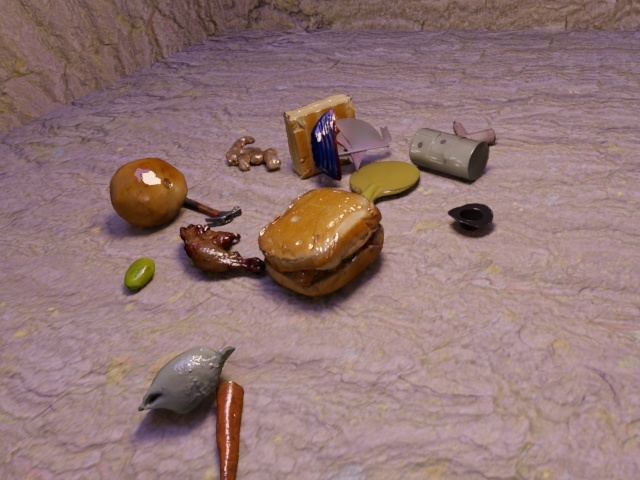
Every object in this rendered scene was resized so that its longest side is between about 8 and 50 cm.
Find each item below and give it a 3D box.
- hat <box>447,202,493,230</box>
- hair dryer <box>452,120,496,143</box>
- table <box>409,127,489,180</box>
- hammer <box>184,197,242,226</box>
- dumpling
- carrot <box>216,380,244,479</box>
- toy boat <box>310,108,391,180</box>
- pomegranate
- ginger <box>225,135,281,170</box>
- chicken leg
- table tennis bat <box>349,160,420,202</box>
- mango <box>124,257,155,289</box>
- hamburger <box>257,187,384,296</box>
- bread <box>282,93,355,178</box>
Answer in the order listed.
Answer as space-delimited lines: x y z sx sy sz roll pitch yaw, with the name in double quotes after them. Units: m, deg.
0.406 -0.058 1.475 0.121 0.050 0.121 -2 36 2 "hat"
0.477 -0.379 1.919 0.195 0.053 0.220 -15 34 -6 "hair dryer"
0.406 -0.276 1.725 0.220 0.126 0.126 25 47 38 "table"
-0.389 -0.108 1.761 0.288 0.033 0.111 21 44 37 "hammer"
-0.260 0.289 1.097 0.219 0.152 0.108 -30 62 -7 "dumpling"
-0.169 0.369 1.008 0.057 0.057 0.224 -10 38 -1 "carrot"
0.097 -0.340 1.769 0.318 0.219 0.072 -38 19 -23 "toy boat"
-0.540 -0.153 1.699 0.234 0.233 0.233 -7 35 5 "pomegranate"
-0.248 -0.302 1.986 0.149 0.065 0.259 -38 48 -17 "ginger"
-0.286 0.026 1.509 0.178 0.082 0.322 -10 29 -28 "chicken leg"
0.177 -0.166 1.692 0.225 0.054 0.368 6 34 26 "table tennis bat"
-0.494 0.092 1.476 0.074 0.056 0.108 -4 37 18 "mango"
0.002 -0.004 1.389 0.284 0.174 0.305 22 45 40 "hamburger"
0.004 -0.357 1.835 0.240 0.245 0.111 -23 41 -19 "bread"
